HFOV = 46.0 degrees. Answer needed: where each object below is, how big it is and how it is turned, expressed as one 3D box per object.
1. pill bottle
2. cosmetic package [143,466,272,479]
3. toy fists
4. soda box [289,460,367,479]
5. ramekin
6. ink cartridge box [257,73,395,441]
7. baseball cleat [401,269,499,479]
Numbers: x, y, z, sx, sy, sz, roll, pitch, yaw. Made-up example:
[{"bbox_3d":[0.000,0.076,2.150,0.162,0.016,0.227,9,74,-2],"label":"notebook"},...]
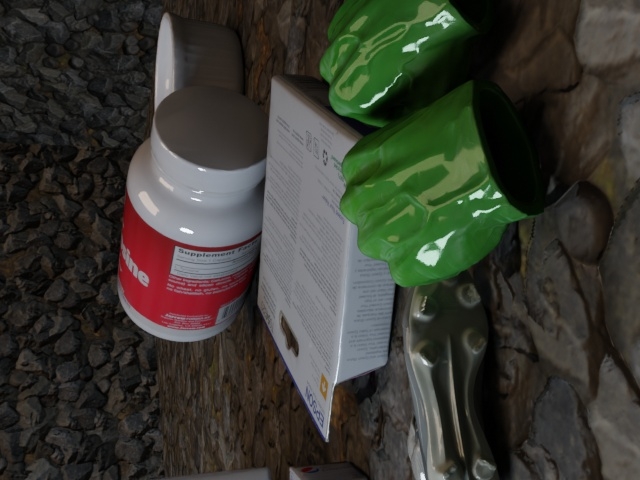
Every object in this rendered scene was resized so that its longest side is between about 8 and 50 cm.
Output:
[{"bbox_3d":[-0.197,-0.034,1.199,0.407,0.229,0.229,112,151,-48],"label":"pill bottle"},{"bbox_3d":[-0.144,0.461,1.034,0.453,0.161,0.230,105,158,-66],"label":"cosmetic package"},{"bbox_3d":[0.075,-0.102,0.581,0.142,0.096,0.279,-28,61,39],"label":"toy fists"},{"bbox_3d":[0.008,0.363,0.840,0.069,0.074,0.216,-173,83,-72],"label":"soda box"},{"bbox_3d":[-0.239,-0.292,1.460,0.277,0.135,0.277,180,90,-71],"label":"ramekin"},{"bbox_3d":[0.000,0.000,0.874,0.324,0.071,0.330,-128,38,-61],"label":"ink cartridge box"},{"bbox_3d":[0.092,0.121,0.604,0.109,0.072,0.206,130,140,-72],"label":"baseball cleat"}]
